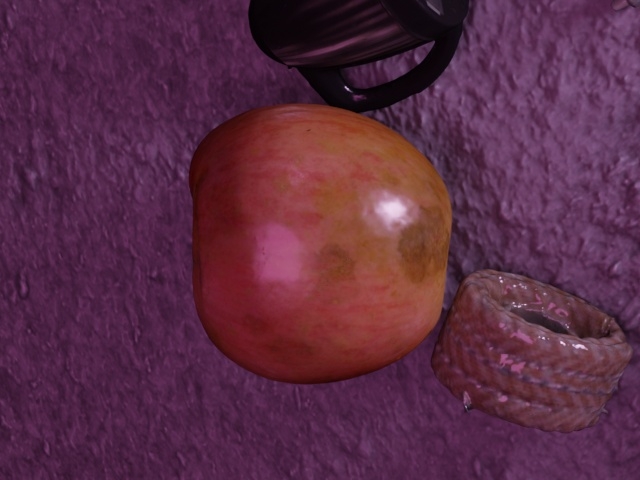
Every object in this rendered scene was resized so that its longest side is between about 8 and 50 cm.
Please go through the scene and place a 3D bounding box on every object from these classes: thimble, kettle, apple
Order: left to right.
[{"bbox_3d":[0.000,0.000,1.825,0.364,0.364,0.364,5,104,19],"label":"apple"},{"bbox_3d":[0.036,-0.309,1.848,0.271,0.251,0.207,-21,64,30],"label":"kettle"},{"bbox_3d":[0.266,0.143,1.853,0.229,0.196,0.148,15,113,-15],"label":"thimble"}]

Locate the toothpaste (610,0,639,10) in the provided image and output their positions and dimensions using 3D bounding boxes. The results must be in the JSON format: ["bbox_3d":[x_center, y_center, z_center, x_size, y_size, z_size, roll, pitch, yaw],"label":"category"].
[{"bbox_3d":[0.443,-0.335,1.757,0.197,0.029,0.048,-30,47,24],"label":"toothpaste"}]
